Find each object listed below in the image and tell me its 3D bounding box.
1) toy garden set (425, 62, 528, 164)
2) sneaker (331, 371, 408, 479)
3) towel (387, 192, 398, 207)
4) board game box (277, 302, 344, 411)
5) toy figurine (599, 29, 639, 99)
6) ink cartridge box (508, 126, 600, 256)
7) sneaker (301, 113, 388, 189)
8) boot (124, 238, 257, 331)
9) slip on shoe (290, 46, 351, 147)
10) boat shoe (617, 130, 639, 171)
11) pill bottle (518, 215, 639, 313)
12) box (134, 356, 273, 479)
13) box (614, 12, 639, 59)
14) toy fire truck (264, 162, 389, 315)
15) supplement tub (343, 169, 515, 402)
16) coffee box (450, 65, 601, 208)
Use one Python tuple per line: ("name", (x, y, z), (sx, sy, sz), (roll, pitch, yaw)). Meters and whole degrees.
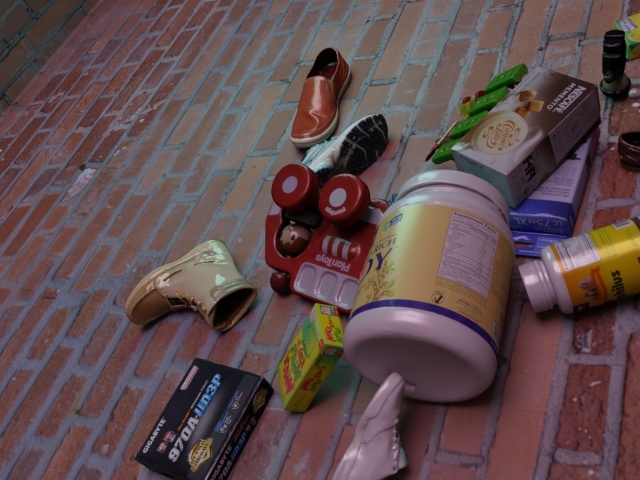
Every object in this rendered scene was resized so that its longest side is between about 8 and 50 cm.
("toy garden set", (0.319, -0.243, 1.513), (0.244, 0.049, 0.204), (-51, 12, -14))
("sneaker", (0.098, 0.309, 1.108), (0.094, 0.080, 0.212), (25, 97, 16))
("towel", (0.189, -0.049, 1.406), (0.029, 0.119, 0.067), (-53, 34, 31))
("board game box", (-0.018, 0.205, 1.246), (0.181, 0.043, 0.092), (-61, 29, 34))
("toy figurine", (0.665, -0.334, 1.385), (0.213, 0.148, 0.209), (-29, 48, -1))
("ink cartridge box", (0.400, -0.111, 1.364), (0.186, 0.065, 0.311), (7, 59, 32))
("sneaker", (0.030, -0.200, 1.640), (0.283, 0.110, 0.122), (-42, 40, -12))
("boot", (-0.274, 0.129, 1.514), (0.262, 0.095, 0.203), (-33, 43, -9))
("slip on shoe", (-0.007, -0.362, 1.819), (0.123, 0.101, 0.331), (0, 52, 27))
("boat shoe", (0.637, -0.160, 1.281), (0.207, 0.073, 0.073), (4, 52, 31))
("pill bottle", (0.437, 0.047, 1.164), (0.215, 0.117, 0.117), (-20, 43, 13))
("box", (-0.210, 0.332, 1.311), (0.175, 0.051, 0.220), (8, 55, 35))
("box", (0.710, -0.449, 1.536), (0.179, 0.043, 0.105), (-18, 43, 16))
("toy fire truck", (0.000, 0.000, 1.443), (0.302, 0.169, 0.253), (16, 80, 37))
("supplement tub", (0.189, 0.071, 1.192), (0.241, 0.241, 0.331), (-2, 49, 28))
("coffee box", (0.381, -0.194, 1.330), (0.246, 0.098, 0.141), (-43, 46, -11))
